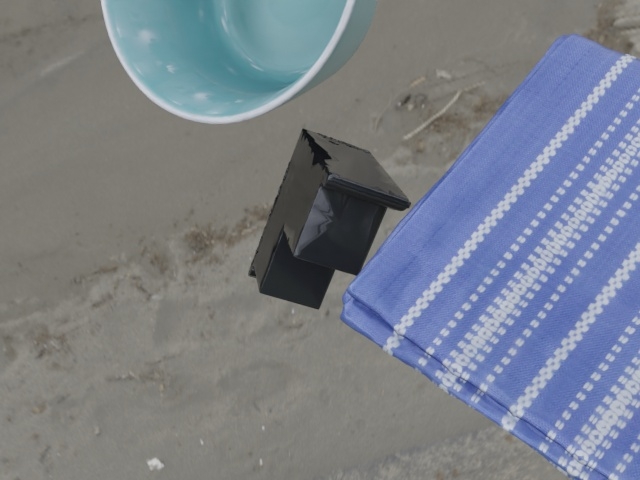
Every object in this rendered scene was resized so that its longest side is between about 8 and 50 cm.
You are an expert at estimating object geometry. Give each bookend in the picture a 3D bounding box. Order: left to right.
[{"bbox_3d":[0.000,0.000,0.738,0.072,0.156,0.157,17,16,-15],"label":"bookend"}]

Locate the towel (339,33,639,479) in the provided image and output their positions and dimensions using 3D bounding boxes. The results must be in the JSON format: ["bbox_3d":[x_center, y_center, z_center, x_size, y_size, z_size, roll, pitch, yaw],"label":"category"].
[{"bbox_3d":[0.205,0.038,0.435,0.336,0.040,0.243,34,72,23],"label":"towel"}]

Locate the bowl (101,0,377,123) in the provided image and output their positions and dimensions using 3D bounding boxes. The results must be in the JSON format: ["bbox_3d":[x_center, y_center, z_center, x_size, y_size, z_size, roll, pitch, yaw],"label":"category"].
[{"bbox_3d":[-0.061,-0.276,0.884,0.311,0.163,0.311,3,95,29],"label":"bowl"}]
